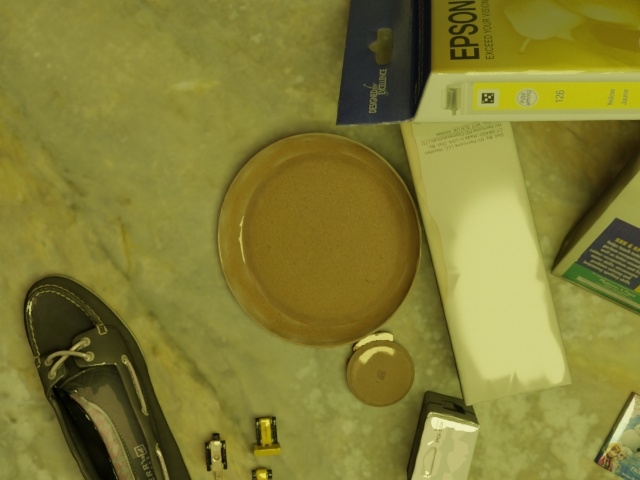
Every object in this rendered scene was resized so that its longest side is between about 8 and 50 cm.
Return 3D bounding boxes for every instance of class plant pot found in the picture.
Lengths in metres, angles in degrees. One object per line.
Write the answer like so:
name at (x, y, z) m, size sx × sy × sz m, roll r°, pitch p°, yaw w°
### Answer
plant pot at (0.000, 0.000, 1.132) m, size 0.236 × 0.032 × 0.236 m, roll 1°, pitch 95°, yaw 19°

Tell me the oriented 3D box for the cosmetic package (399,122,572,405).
cosmetic package at (0.168, 0.001, 1.075) m, size 0.113 × 0.160 × 0.309 m, roll -12°, pitch 89°, yaw 6°

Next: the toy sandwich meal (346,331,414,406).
toy sandwich meal at (0.065, 0.145, 1.153) m, size 0.085 × 0.029 × 0.085 m, roll -1°, pitch 97°, yaw -4°

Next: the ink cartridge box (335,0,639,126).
ink cartridge box at (0.176, -0.218, 1.012) m, size 0.307 × 0.303 × 0.072 m, roll 2°, pitch 129°, yaw 4°

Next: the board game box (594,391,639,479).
board game box at (0.365, 0.228, 1.130) m, size 0.090 × 0.020 × 0.090 m, roll 27°, pitch 92°, yaw 4°

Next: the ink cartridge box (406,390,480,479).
ink cartridge box at (0.129, 0.224, 1.093) m, size 0.056 × 0.135 × 0.099 m, roll 14°, pitch 93°, yaw 4°

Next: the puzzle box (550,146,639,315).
puzzle box at (0.457, 0.048, 0.997) m, size 0.409 × 0.272 × 0.052 m, roll 25°, pitch 67°, yaw 4°

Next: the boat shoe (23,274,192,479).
boat shoe at (-0.239, 0.189, 1.147) m, size 0.112 × 0.095 × 0.335 m, roll -29°, pitch 89°, yaw 5°

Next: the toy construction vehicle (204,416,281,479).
toy construction vehicle at (-0.087, 0.251, 1.169) m, size 0.086 × 0.035 × 0.098 m, roll -6°, pitch 93°, yaw -6°
